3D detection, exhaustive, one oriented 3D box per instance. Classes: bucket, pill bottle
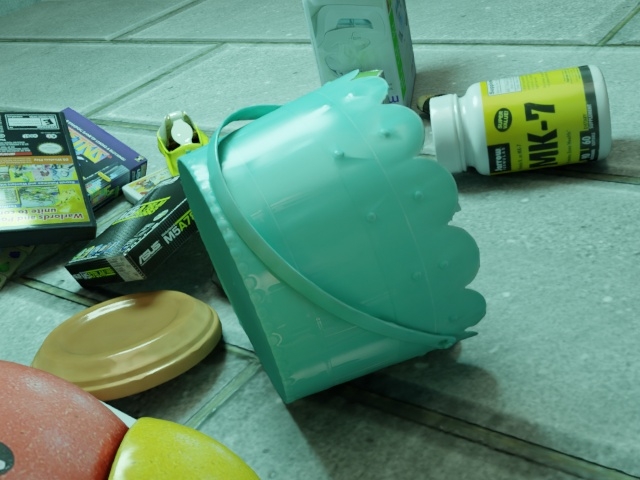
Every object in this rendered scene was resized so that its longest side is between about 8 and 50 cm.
[{"bbox_3d":[0.000,0.000,0.740,0.183,0.281,0.281,-25,30,-12],"label":"bucket"},{"bbox_3d":[0.248,-0.146,1.027,0.208,0.119,0.119,-8,29,12],"label":"pill bottle"}]

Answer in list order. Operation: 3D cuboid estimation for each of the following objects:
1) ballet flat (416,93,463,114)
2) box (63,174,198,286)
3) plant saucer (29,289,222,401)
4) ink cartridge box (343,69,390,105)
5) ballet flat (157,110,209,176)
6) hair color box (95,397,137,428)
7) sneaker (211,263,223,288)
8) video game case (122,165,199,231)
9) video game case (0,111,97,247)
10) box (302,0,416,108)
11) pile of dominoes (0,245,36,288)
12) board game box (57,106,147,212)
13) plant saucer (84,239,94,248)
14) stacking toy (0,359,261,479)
[{"bbox_3d":[0.220,-0.208,1.219,0.173,0.049,0.057,10,36,37],"label":"ballet flat"},{"bbox_3d":[-0.201,-0.020,0.992,0.191,0.045,0.184,-8,35,53],"label":"box"},{"bbox_3d":[-0.202,0.100,0.839,0.200,0.037,0.200,-10,19,4],"label":"plant saucer"},{"bbox_3d":[0.041,-0.144,1.123,0.062,0.109,0.209,-1,31,23],"label":"ink cartridge box"},{"bbox_3d":[-0.205,-0.150,1.220,0.077,0.077,0.231,-20,29,-8],"label":"ballet flat"},{"bbox_3d":[-0.176,0.196,0.676,0.167,0.053,0.093,12,37,41],"label":"hair color box"},{"bbox_3d":[-0.017,-0.053,0.968,0.109,0.130,0.286,15,38,44],"label":"sneaker"},{"bbox_3d":[-0.150,-0.089,1.197,0.227,0.026,0.206,-29,32,-24],"label":"video game case"},{"bbox_3d":[-0.469,-0.087,1.114,0.275,0.035,0.248,-5,48,-27],"label":"video game case"},{"bbox_3d":[0.068,-0.322,1.298,0.127,0.231,0.262,-6,29,14],"label":"box"},{"bbox_3d":[-0.523,-0.002,1.056,0.251,0.040,0.196,21,33,-5],"label":"pile of dominoes"},{"bbox_3d":[-0.375,-0.121,1.246,0.170,0.048,0.141,33,47,14],"label":"board game box"},{"bbox_3d":[-0.283,0.011,1.087,0.083,0.015,0.083,-10,29,6],"label":"plant saucer"},{"bbox_3d":[-0.134,0.199,0.468,0.480,0.350,0.350,3,29,-3],"label":"stacking toy"}]
